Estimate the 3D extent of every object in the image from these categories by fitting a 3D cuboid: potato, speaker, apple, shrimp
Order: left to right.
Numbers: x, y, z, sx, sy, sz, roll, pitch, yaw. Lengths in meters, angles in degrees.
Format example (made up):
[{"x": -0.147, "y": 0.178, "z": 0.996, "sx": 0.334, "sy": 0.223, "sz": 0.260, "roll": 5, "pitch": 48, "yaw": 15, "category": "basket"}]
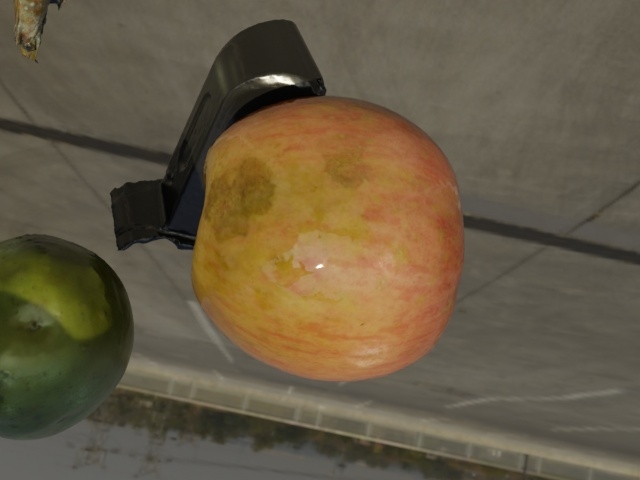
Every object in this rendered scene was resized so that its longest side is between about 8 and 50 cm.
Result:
[{"x": -0.298, "y": 0.099, "z": 0.864, "sx": 0.216, "sy": 0.215, "sz": 0.304, "roll": 17, "pitch": 164, "yaw": -22, "category": "potato"}, {"x": -0.382, "y": -0.350, "z": 1.135, "sx": 0.047, "sy": 0.126, "sz": 0.223, "roll": 27, "pitch": 128, "yaw": 2, "category": "shrimp"}, {"x": -0.166, "y": -0.148, "z": 1.245, "sx": 0.184, "sy": 0.180, "sz": 0.388, "roll": 10, "pitch": 129, "yaw": -30, "category": "speaker"}, {"x": 0.000, "y": 0.000, "z": 1.039, "sx": 0.364, "sy": 0.364, "sz": 0.364, "roll": 11, "pitch": 167, "yaw": 3, "category": "apple"}]
